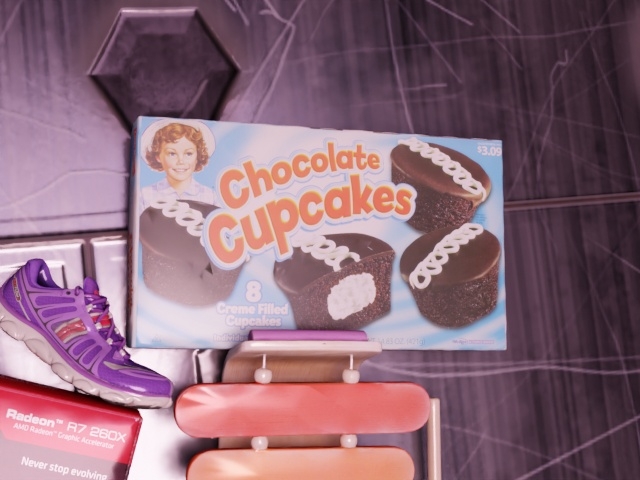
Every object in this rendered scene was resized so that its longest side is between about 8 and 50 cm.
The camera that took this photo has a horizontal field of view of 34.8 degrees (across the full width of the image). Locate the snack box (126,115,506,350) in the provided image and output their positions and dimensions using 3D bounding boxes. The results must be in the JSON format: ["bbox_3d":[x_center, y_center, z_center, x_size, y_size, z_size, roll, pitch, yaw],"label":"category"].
[{"bbox_3d":[0.000,0.000,0.871,0.321,0.060,0.187,2,83,-16],"label":"snack box"}]

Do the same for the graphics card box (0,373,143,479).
[{"bbox_3d":[-0.286,0.277,0.736,0.232,0.094,0.371,16,80,-14],"label":"graphics card box"}]

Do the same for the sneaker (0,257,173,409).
[{"bbox_3d":[-0.177,0.069,0.775,0.170,0.068,0.071,33,88,17],"label":"sneaker"}]

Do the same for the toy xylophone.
[{"bbox_3d":[0.007,0.223,0.822,0.236,0.081,0.323,-6,91,-16],"label":"toy xylophone"}]
